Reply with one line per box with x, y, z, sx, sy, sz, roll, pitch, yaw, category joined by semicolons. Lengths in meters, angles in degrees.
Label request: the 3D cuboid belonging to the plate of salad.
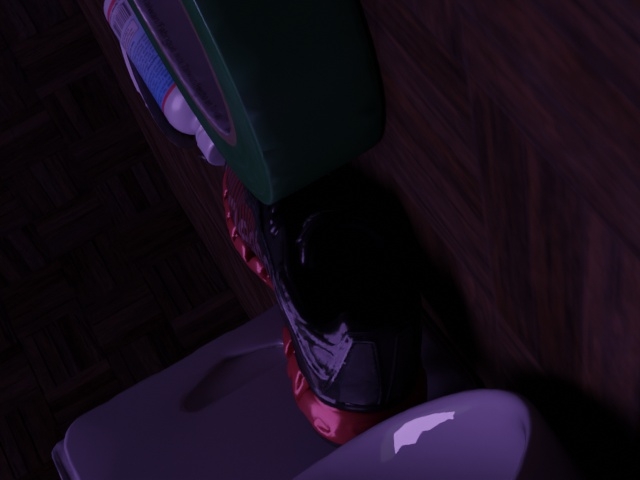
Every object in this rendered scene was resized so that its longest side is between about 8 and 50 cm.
-0.141;-0.185;1.095;0.200;0.048;0.200;-13;-90;-77;plate of salad

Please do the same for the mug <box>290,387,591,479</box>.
0.102;0.274;0.651;0.328;0.276;0.374;54;-157;-7;mug

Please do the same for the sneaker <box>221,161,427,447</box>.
0.001;0.000;0.788;0.135;0.097;0.276;93;160;-47;sneaker

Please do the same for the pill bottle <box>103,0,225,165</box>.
-0.099;-0.142;0.926;0.160;0.087;0.087;58;172;16;pill bottle

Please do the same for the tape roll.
-0.077;-0.177;0.689;0.321;0.077;0.321;58;172;14;tape roll

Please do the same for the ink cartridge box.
0.005;0.249;0.946;0.166;0.285;0.395;51;168;44;ink cartridge box

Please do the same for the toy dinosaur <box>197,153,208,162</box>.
-0.067;-0.095;1.010;0.268;0.064;0.118;52;163;31;toy dinosaur
